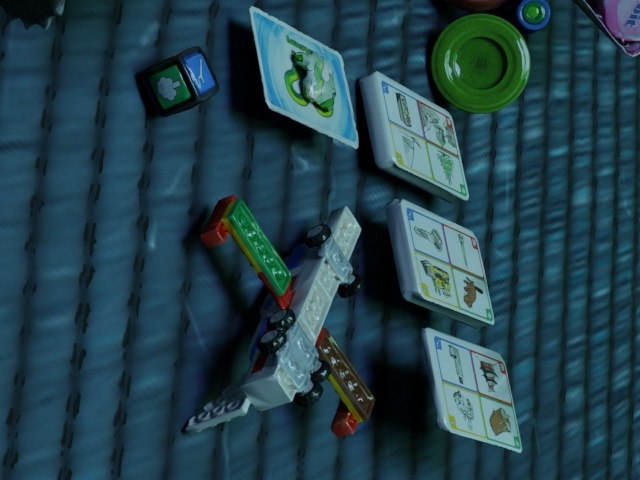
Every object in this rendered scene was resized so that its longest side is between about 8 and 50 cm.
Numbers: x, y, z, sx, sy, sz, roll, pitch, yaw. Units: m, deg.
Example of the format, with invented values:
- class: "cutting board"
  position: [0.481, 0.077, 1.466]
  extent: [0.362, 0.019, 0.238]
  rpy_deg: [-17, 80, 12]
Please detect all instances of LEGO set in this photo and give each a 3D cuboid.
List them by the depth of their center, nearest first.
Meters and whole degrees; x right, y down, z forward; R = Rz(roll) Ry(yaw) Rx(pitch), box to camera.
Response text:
- class: "LEGO set"
  position: [0.000, 0.000, 0.830]
  extent: [0.244, 0.060, 0.182]
  rpy_deg: [21, 53, -56]

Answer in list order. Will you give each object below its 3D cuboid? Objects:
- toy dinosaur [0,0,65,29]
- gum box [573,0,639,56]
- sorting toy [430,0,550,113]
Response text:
- class: "toy dinosaur"
  position: [-0.018, -0.148, 0.661]
  extent: [0.121, 0.313, 0.160]
  rpy_deg: [86, -1, -49]
- class: "gum box"
  position: [0.122, -0.184, 0.979]
  extent: [0.188, 0.062, 0.107]
  rpy_deg: [40, 12, -47]
- class: "sorting toy"
  position: [0.086, -0.115, 0.974]
  extent: [0.042, 0.061, 0.102]
  rpy_deg: [159, -68, -88]
